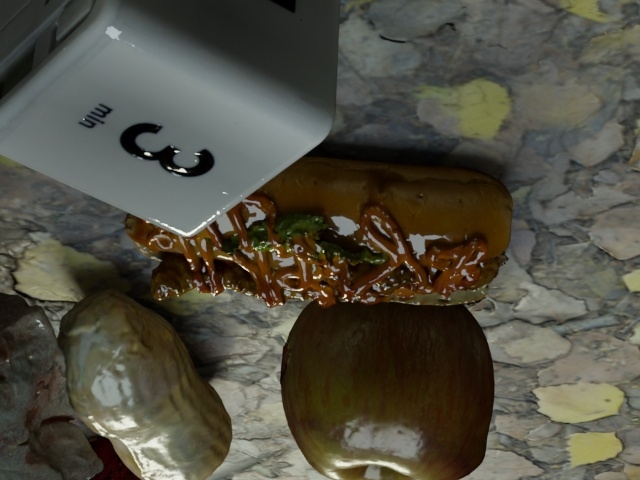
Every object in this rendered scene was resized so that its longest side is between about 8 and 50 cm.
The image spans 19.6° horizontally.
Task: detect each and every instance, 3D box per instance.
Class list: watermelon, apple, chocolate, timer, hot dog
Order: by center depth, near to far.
[{"bbox_3d":[-0.116,-0.147,1.356,0.195,0.194,0.192,25,140,-30],"label":"timer"},{"bbox_3d":[0.000,0.000,1.642,0.348,0.117,0.158,6,145,-5],"label":"hot dog"},{"bbox_3d":[-0.342,0.171,1.749,0.231,0.310,0.193,-11,123,4],"label":"watermelon"},{"bbox_3d":[0.064,0.140,1.777,0.211,0.188,0.211,4,157,2],"label":"apple"},{"bbox_3d":[-0.180,0.159,1.877,0.134,0.134,0.309,-6,145,12],"label":"chocolate"}]

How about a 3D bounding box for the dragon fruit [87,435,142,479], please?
[{"bbox_3d":[-0.217,0.292,2.066,0.120,0.161,0.127,-29,125,35],"label":"dragon fruit"}]
